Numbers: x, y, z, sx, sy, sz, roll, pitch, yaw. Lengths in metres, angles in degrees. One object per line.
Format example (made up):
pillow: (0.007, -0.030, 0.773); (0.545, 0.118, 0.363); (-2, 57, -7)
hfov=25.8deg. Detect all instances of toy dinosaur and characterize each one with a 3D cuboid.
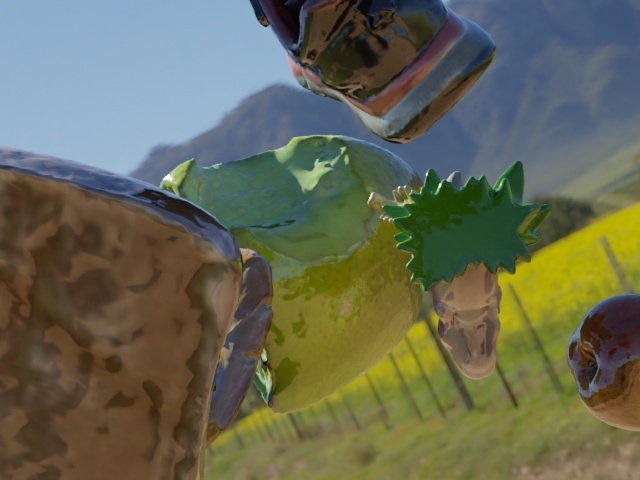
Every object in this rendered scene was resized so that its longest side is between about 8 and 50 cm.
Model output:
toy dinosaur: (0.146, 0.018, 1.317); (0.152, 0.194, 0.177); (-19, -18, -4)

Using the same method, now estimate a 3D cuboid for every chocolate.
chocolate: (-0.116, 0.079, 0.551); (0.157, 0.254, 0.080); (13, 23, 4)

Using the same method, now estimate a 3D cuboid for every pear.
pear: (0.000, 0.000, 1.471); (0.281, 0.286, 0.176); (-20, -44, -21)

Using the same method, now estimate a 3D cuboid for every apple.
apple: (0.285, 0.112, 1.268); (0.102, 0.126, 0.126); (-4, -13, -23)

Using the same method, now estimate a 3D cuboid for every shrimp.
shrimp: (-0.096, 0.112, 1.062); (0.053, 0.133, 0.236); (13, -59, -40)

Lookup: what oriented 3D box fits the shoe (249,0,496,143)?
shoe: (0.003, -0.163, 0.908); (0.114, 0.137, 0.291); (-46, 28, 6)
